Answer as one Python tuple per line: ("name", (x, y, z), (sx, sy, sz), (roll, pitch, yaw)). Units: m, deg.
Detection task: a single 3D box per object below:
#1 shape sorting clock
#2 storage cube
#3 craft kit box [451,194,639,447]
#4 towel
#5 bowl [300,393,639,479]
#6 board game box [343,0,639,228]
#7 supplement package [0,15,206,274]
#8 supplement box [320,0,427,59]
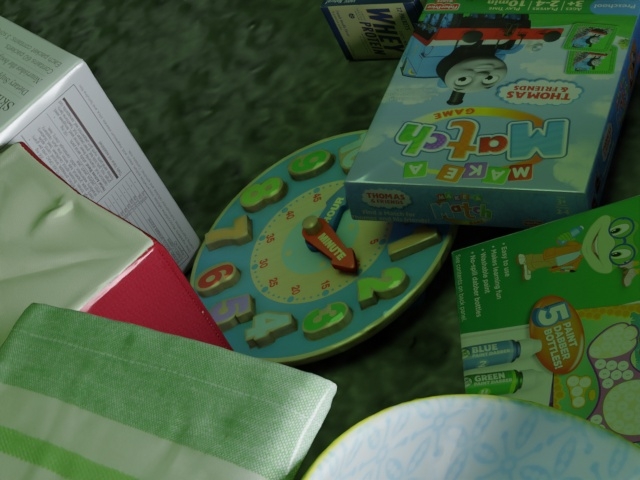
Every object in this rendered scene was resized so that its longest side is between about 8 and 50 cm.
("shape sorting clock", (0.000, 0.000, 1.157), (0.206, 0.040, 0.206), (-17, 42, 15))
("storage cube", (-0.171, 0.091, 1.050), (0.215, 0.193, 0.183), (-41, 41, -14))
("craft kit box", (0.203, 0.073, 0.953), (0.246, 0.061, 0.250), (-16, 43, 13))
("towel", (-0.142, 0.190, 0.800), (0.248, 0.038, 0.325), (11, 69, 47))
("bowl", (0.081, 0.229, 0.762), (0.289, 0.289, 0.156), (-91, 25, -46))
("board game box", (0.123, -0.090, 1.142), (0.160, 0.039, 0.211), (3, 43, 21))
("supplement package", (-0.266, -0.002, 1.196), (0.262, 0.198, 0.199), (-44, 43, -16))
("supplement box", (0.059, -0.187, 1.301), (0.083, 0.056, 0.083), (2, 49, 32))
